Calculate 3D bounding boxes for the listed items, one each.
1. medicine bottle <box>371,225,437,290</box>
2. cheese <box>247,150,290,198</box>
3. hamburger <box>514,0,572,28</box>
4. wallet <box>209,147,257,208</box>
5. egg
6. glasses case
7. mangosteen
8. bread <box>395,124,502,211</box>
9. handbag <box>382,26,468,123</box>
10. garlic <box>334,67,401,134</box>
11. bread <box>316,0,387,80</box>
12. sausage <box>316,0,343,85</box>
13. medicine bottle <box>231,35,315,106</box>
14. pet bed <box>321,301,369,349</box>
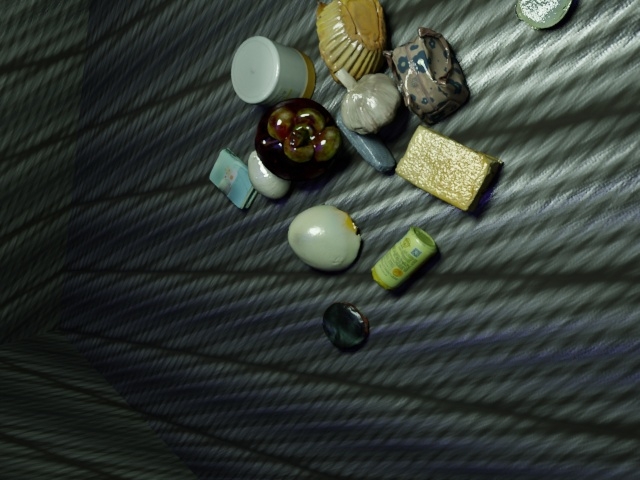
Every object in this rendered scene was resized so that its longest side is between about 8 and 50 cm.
[{"bbox_3d":[0.281,0.071,1.427,0.124,0.124,0.238,50,121,18],"label":"medicine bottle"},{"bbox_3d":[-0.207,-0.258,1.669,0.154,0.198,0.189,-42,80,-8],"label":"cheese"},{"bbox_3d":[0.610,-0.650,1.131,0.140,0.063,0.133,39,120,22],"label":"hamburger"},{"bbox_3d":[-0.380,-0.273,1.855,0.250,0.075,0.176,43,115,23],"label":"wallet"},{"bbox_3d":[-0.002,0.004,1.577,0.287,0.174,0.264,27,115,25],"label":"egg"},{"bbox_3d":[0.157,-0.351,1.453,0.282,0.109,0.067,56,133,15],"label":"glasses case"},{"bbox_3d":[-0.076,-0.357,1.472,0.347,0.308,0.306,-161,67,-76],"label":"mangosteen"},{"bbox_3d":[0.396,-0.229,1.310,0.275,0.114,0.184,34,111,25],"label":"bread"},{"bbox_3d":[0.319,-0.507,1.270,0.190,0.193,0.251,-26,82,35],"label":"handbag"},{"bbox_3d":[0.130,-0.458,1.312,0.219,0.212,0.218,-29,42,30],"label":"garlic"},{"bbox_3d":[0.116,-0.662,1.347,0.149,0.275,0.273,-6,94,62],"label":"bread"},{"bbox_3d":[0.055,-0.717,1.476,0.112,0.112,0.327,-20,85,35],"label":"sausage"},{"bbox_3d":[-0.177,-0.619,1.570,0.238,0.232,0.237,6,100,35],"label":"medicine bottle"},{"bbox_3d":[0.093,0.334,1.631,0.202,0.054,0.200,5,99,33],"label":"pet bed"}]
